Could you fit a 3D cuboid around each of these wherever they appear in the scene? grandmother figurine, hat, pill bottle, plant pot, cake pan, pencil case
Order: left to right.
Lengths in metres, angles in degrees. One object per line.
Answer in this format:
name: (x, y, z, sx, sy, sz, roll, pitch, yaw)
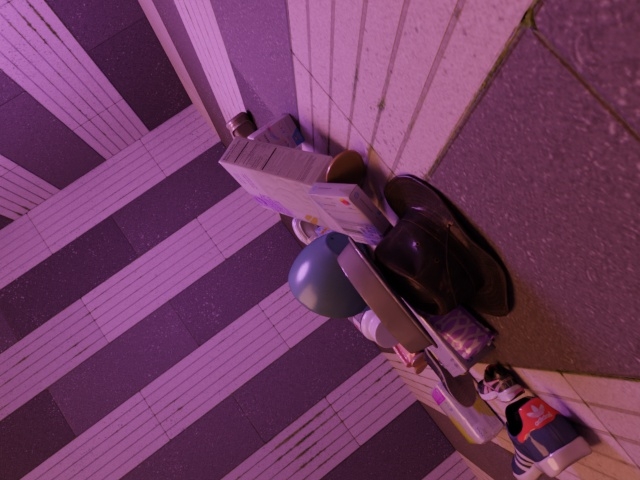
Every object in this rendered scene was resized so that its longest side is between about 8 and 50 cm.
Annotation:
plant pot: (0.055, 0.084, 1.542, 0.290, 0.290, 0.195, 49, 137, 33)
pill bottle: (0.207, 0.293, 1.797, 0.162, 0.162, 0.278, 57, 172, -24)
cake pan: (0.133, 0.119, 0.977, 0.293, 0.054, 0.293, 51, -176, -5)
grandmother figurine: (0.300, 0.394, 1.935, 0.342, 0.104, 0.208, 43, 158, 44)
hat: (0.193, 0.046, 0.882, 0.331, 0.134, 0.331, 52, 173, 9)
pencil case: (0.283, 0.163, 1.019, 0.206, 0.086, 0.088, 45, 134, 22)

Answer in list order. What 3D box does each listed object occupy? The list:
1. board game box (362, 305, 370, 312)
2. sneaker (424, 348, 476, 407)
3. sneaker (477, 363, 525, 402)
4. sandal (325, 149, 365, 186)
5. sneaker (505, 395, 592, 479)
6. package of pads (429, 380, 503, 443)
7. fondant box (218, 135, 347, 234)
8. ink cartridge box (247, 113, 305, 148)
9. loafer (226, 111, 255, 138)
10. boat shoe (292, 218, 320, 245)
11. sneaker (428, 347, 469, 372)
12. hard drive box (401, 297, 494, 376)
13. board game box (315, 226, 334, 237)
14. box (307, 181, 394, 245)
board game box: (0.138, 0.160, 1.677, 0.211, 0.160, 0.039, 48, 133, 34)
sneaker: (0.404, 0.417, 1.453, 0.222, 0.083, 0.118, 61, 173, 25)
sneaker: (0.415, 0.328, 1.096, 0.077, 0.072, 0.178, 64, 167, 13)
sandal: (0.054, -0.147, 1.062, 0.240, 0.088, 0.079, 72, -178, -59)
sneaker: (0.465, 0.427, 1.015, 0.148, 0.131, 0.350, 57, 170, 31)
package of pads: (0.486, 0.573, 1.572, 0.229, 0.101, 0.296, 51, 172, 25)
fondant box: (-0.074, -0.145, 1.230, 0.330, 0.096, 0.238, 20, 163, 35)
ink cartridge box: (-0.136, -0.288, 1.344, 0.092, 0.143, 0.090, 56, 172, -22)
loafer: (-0.307, -0.444, 1.902, 0.092, 0.102, 0.268, 52, -178, 4)
boat shoe: (0.000, 0.000, 2.059, 0.302, 0.109, 0.094, 46, 159, -10)
sneaker: (0.369, 0.323, 1.299, 0.094, 0.081, 0.208, 48, -179, -16)
hard drive box: (0.297, 0.212, 1.149, 0.232, 0.089, 0.181, 51, 172, 19)
board game box: (0.064, 0.027, 1.864, 0.194, 0.060, 0.194, 55, 173, -14)
box: (0.077, -0.054, 1.023, 0.186, 0.038, 0.145, 42, 163, -33)
